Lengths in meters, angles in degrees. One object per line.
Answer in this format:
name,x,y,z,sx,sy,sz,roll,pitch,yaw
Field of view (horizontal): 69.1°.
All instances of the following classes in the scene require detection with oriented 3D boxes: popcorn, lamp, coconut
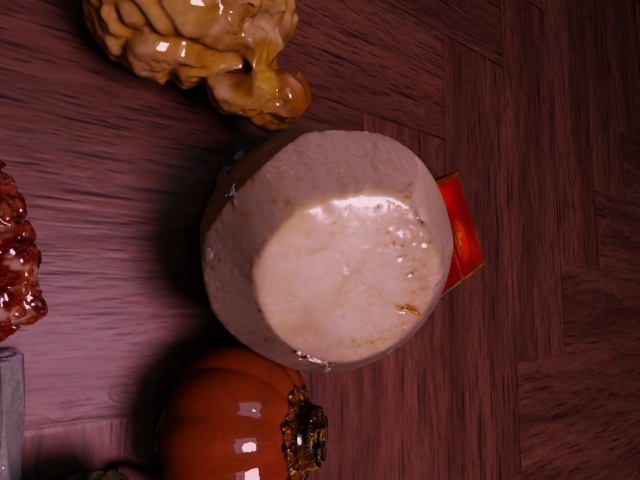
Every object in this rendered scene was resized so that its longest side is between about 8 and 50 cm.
popcorn,-0.138,-0.279,0.569,0.332,0.225,0.265,49,33,-21
lamp,-0.092,0.231,0.554,0.223,0.197,0.223,-5,90,-77
coconut,0.000,0.000,0.590,0.323,0.323,0.322,5,81,-37

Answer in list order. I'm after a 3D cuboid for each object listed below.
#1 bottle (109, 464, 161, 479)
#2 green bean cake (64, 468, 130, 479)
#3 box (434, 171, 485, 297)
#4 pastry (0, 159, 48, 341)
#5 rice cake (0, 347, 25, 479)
bottle,-0.193,0.313,0.556,0.140,0.053,0.053,38,63,-29
green bean cake,-0.204,0.348,0.408,0.227,0.125,0.222,56,13,-22
box,0.166,0.014,0.851,0.313,0.089,0.197,-27,100,-38
pastry,-0.346,0.002,0.452,0.115,0.097,0.208,-11,90,-48
rice cake,-0.323,0.222,0.446,0.040,0.085,0.226,-3,84,-3
